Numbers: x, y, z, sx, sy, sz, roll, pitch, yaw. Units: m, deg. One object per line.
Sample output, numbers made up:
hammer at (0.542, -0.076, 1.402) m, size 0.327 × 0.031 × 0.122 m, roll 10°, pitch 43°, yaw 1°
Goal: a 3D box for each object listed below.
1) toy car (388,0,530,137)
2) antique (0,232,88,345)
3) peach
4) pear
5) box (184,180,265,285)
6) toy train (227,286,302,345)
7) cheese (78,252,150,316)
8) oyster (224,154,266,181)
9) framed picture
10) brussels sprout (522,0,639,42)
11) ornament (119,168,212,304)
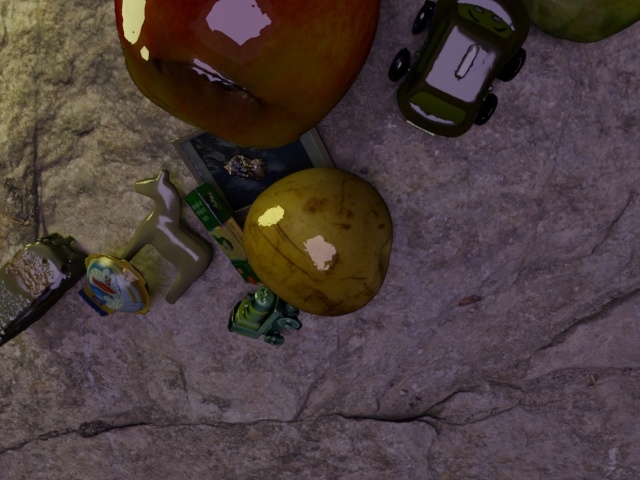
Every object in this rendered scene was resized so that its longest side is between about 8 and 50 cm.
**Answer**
toy car at (0.229, -0.290, 0.723) m, size 0.204 × 0.198 × 0.248 m, roll 27°, pitch 109°, yaw -1°
antique at (-0.672, 0.104, 1.031) m, size 0.284 × 0.150 × 0.125 m, roll -40°, pitch 99°, yaw 10°
peach at (-0.093, -0.318, 0.630) m, size 0.369 × 0.370 × 0.371 m, roll 3°, pitch 110°, yaw 7°
pear at (0.000, 0.000, 0.830) m, size 0.280 × 0.281 × 0.281 m, roll 3°, pitch 110°, yaw 7°
box at (-0.191, -0.008, 0.926) m, size 0.034 × 0.132 × 0.235 m, roll -40°, pitch 104°, yaw -23°
toy train at (-0.114, 0.157, 0.952) m, size 0.132 × 0.083 × 0.200 m, roll 19°, pitch 144°, yaw -14°
cheese at (-0.470, 0.111, 1.009) m, size 0.270 × 0.069 × 0.177 m, roll -27°, pitch 109°, yaw 41°
oyster at (-0.149, -0.141, 0.882) m, size 0.083 × 0.019 × 0.054 m, roll 9°, pitch 122°, yaw 0°
framed picture at (-0.129, -0.166, 0.889) m, size 0.280 × 0.019 × 0.209 m, roll -22°, pitch 117°, yaw 18°
brussels sprout at (0.416, -0.414, 0.672) m, size 0.222 × 0.161 × 0.224 m, roll -1°, pitch 98°, yaw -4°
ornament at (-0.337, -0.012, 0.973) m, size 0.230 × 0.061 × 0.245 m, roll 41°, pitch 113°, yaw -5°
